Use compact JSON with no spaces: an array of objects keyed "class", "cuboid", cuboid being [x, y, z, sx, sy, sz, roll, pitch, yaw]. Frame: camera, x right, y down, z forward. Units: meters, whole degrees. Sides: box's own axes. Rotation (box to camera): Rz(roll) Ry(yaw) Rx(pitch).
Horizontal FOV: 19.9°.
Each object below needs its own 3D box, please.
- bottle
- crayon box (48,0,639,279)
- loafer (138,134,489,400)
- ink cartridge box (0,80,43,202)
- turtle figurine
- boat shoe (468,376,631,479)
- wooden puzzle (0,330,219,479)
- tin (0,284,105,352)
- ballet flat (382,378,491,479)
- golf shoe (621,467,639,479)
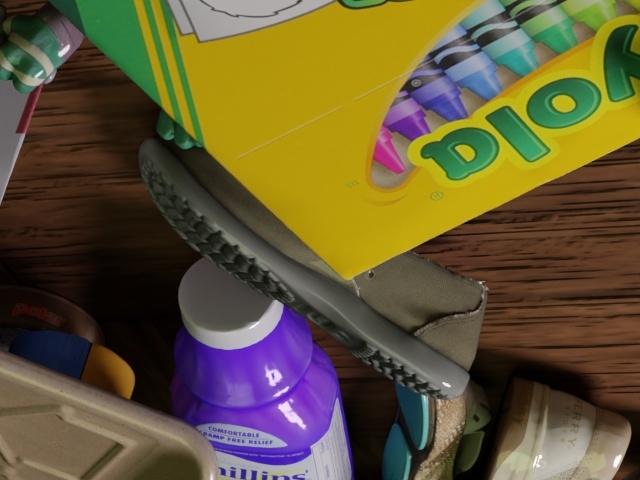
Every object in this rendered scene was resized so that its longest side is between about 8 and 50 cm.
[{"class":"bottle","cuboid":[-0.044,0.113,1.279,0.118,0.092,0.283,7,146,11]},{"class":"crayon box","cuboid":[0.067,-0.171,0.752,0.363,0.106,0.313,-27,130,25]},{"class":"loafer","cuboid":[0.000,0.000,1.126,0.251,0.087,0.094,36,167,-14]},{"class":"ink cartridge box","cuboid":[-0.262,-0.053,1.079,0.127,0.128,0.176,26,145,-20]},{"class":"turtle figurine","cuboid":[-0.124,-0.147,0.889,0.118,0.175,0.234,-23,143,17]},{"class":"boat shoe","cuboid":[0.155,0.211,1.349,0.098,0.109,0.302,13,141,2]},{"class":"wooden puzzle","cuboid":[-0.265,0.115,1.298,0.348,0.080,0.322,27,149,-12]},{"class":"tin","cuboid":[-0.226,0.095,1.366,0.106,0.040,0.189,22,145,-7]},{"class":"ballet flat","cuboid":[0.085,0.128,1.299,0.067,0.073,0.206,-13,150,-11]},{"class":"golf shoe","cuboid":[0.298,0.195,1.313,0.186,0.067,0.086,15,161,-13]}]
